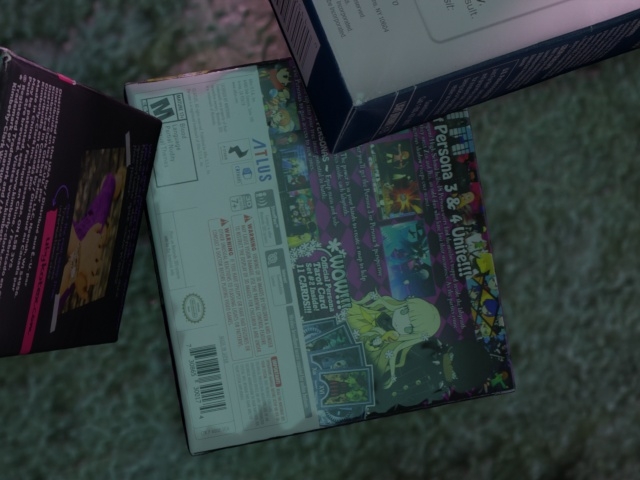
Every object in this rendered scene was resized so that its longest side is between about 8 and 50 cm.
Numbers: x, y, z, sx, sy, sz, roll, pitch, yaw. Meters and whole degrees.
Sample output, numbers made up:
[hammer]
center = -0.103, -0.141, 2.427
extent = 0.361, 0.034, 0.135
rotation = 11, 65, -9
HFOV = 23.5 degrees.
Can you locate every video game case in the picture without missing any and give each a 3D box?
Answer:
[video game case]
center = 0.000, 0.000, 0.959
extent = 0.210, 0.042, 0.232
rotation = -11, 92, -8

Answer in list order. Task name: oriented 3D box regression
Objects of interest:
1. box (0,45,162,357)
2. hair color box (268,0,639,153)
[box]
center = -0.202, -0.025, 0.798
extent = 0.165, 0.270, 0.143
rotation = 11, 89, 8
[hair color box]
center = 0.140, -0.193, 0.920
extent = 0.347, 0.105, 0.173
rotation = -20, 80, -11
